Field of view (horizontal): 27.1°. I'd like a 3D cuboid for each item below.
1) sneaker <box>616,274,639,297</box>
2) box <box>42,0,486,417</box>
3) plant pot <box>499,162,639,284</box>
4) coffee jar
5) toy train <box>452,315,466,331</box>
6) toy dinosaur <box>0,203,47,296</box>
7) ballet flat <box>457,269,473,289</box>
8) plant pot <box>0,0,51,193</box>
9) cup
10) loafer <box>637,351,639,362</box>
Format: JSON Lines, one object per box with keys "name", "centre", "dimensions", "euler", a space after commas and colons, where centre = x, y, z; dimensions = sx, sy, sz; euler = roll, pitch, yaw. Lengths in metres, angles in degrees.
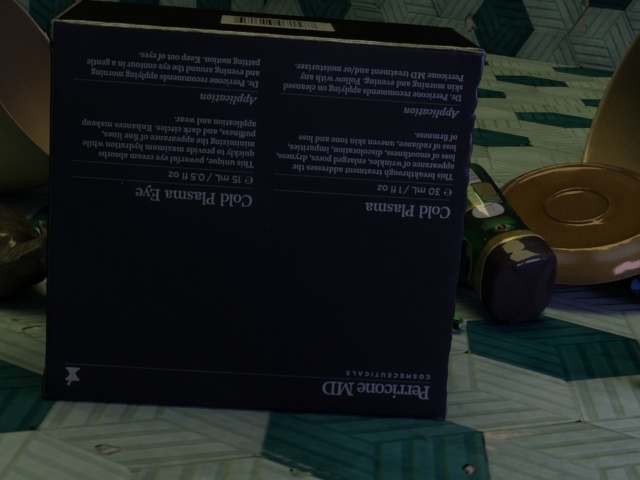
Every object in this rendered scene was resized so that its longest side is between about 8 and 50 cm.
{"name": "sneaker", "centre": [0.398, 0.055, 1.457], "dimensions": [0.082, 0.069, 0.209], "euler": [-37, 42, -24]}
{"name": "box", "centre": [-0.054, -0.031, 1.137], "dimensions": [0.343, 0.313, 0.179], "euler": [4, 14, -4]}
{"name": "plant pot", "centre": [0.293, -0.029, 1.513], "dimensions": [0.236, 0.032, 0.236], "euler": [-6, 32, 4]}
{"name": "coffee jar", "centre": [0.180, 0.002, 1.418], "dimensions": [0.079, 0.096, 0.184], "euler": [-13, 40, -16]}
{"name": "toy train", "centre": [0.114, 0.076, 1.357], "dimensions": [0.083, 0.017, 0.023], "euler": [18, 9, 41]}
{"name": "toy dinosaur", "centre": [-0.340, 0.007, 1.355], "dimensions": [0.160, 0.121, 0.313], "euler": [8, 5, -38]}
{"name": "ballet flat", "centre": [0.156, 0.028, 1.504], "dimensions": [0.114, 0.041, 0.041], "euler": [25, 24, 37]}
{"name": "plant pot", "centre": [-0.451, -0.170, 1.719], "dimensions": [0.191, 0.284, 0.284], "euler": [-29, 10, 12]}
{"name": "cup", "centre": [0.541, -0.147, 1.843], "dimensions": [0.236, 0.331, 0.331], "euler": [23, 13, -7]}
{"name": "loafer", "centre": [0.353, 0.121, 1.238], "dimensions": [0.125, 0.039, 0.045], "euler": [2, -18, -20]}
